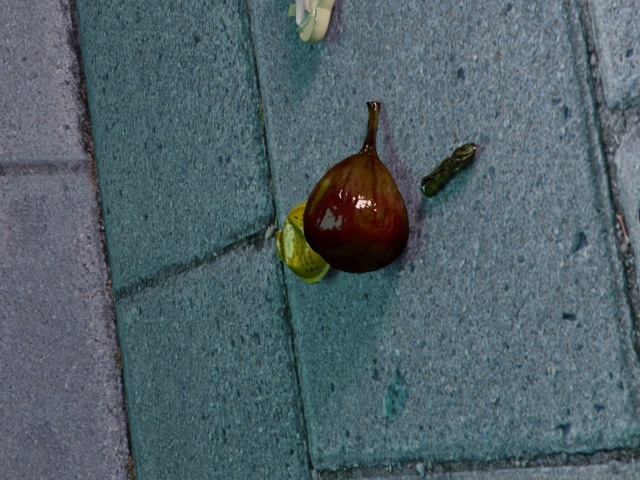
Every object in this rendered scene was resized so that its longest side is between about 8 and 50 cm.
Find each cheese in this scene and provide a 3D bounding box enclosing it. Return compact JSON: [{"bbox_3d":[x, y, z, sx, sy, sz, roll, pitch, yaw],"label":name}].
[{"bbox_3d":[0.000,0.000,2.475,0.250,0.064,0.157,-9,87,51],"label":"cheese"}]

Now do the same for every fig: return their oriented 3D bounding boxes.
[{"bbox_3d":[0.047,-0.089,2.274,0.190,0.190,0.290,-36,64,56],"label":"fig"}]

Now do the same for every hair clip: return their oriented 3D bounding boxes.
[{"bbox_3d":[-0.030,-0.453,2.462,0.159,0.071,0.219,129,135,-54],"label":"hair clip"}]

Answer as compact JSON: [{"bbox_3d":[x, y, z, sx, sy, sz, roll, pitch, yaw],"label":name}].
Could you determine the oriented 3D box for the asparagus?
[{"bbox_3d":[0.206,-0.115,2.131,0.165,0.030,0.036,-42,34,57],"label":"asparagus"}]

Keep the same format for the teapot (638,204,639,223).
[{"bbox_3d":[0.521,-0.094,1.473,0.223,0.305,0.285,34,123,10],"label":"teapot"}]
